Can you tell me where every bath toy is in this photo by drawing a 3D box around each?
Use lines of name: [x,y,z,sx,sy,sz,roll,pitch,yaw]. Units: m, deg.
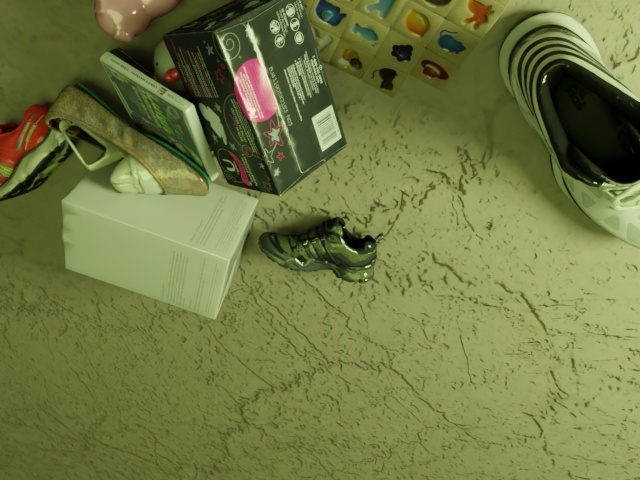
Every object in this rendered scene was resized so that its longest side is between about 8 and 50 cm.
bath toy: [-0.284,-0.359,0.838,0.152,0.129,0.348,-23,119,25]

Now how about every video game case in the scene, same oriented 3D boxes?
video game case: [-0.247,-0.188,0.906,0.173,0.022,0.190,33,160,16]

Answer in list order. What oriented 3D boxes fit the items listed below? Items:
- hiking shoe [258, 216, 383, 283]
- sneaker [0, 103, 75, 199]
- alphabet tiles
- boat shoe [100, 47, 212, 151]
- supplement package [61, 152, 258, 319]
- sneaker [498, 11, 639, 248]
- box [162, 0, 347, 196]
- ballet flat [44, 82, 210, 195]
hiking shoe: [0.000,0.000,1.079,0.227,0.086,0.114,12,114,-4]
sneaker: [-0.572,-0.159,1.084,0.279,0.107,0.118,-30,96,26]
alphabet tiles: [0.091,-0.335,0.762,0.285,0.011,0.342,25,151,-7]
boat shoe: [-0.260,-0.236,0.963,0.228,0.068,0.081,44,160,-16]
supplement package: [-0.289,-0.015,1.054,0.293,0.175,0.177,20,133,-3]
sneaker: [0.405,-0.089,0.802,0.169,0.257,0.447,-34,113,30]
box: [-0.089,-0.218,0.855,0.142,0.163,0.247,17,138,44]
ballet flat: [-0.332,-0.141,0.970,0.316,0.106,0.107,34,159,12]
